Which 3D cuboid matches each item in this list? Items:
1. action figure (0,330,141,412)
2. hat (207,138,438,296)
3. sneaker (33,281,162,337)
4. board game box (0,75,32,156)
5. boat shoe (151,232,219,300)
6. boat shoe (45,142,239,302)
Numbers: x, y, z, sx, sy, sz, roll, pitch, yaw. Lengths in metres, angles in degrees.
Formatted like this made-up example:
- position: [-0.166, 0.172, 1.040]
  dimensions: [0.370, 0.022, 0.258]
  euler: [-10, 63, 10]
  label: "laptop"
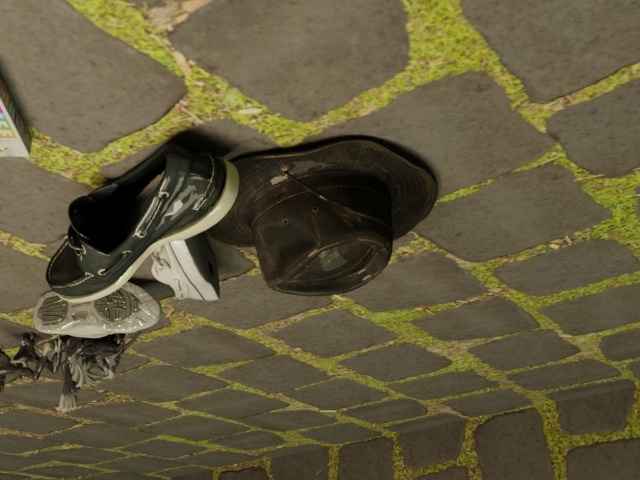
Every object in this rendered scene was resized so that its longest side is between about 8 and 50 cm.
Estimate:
- position: [-0.459, 0.230, 1.461]
  dimensions: [0.276, 0.140, 0.164]
  euler: [-8, -173, 16]
  label: "action figure"
- position: [0.000, 0.000, 1.070]
  dimensions: [0.331, 0.134, 0.331]
  euler: [-3, 154, -1]
  label: "hat"
- position: [-0.364, 0.123, 1.350]
  dimensions: [0.232, 0.090, 0.115]
  euler: [-2, 162, 19]
  label: "sneaker"
- position: [-0.388, -0.143, 0.858]
  dimensions: [0.104, 0.026, 0.154]
  euler: [-2, 154, -4]
  label: "board game box"
- position: [-0.207, 0.034, 1.158]
  dimensions: [0.084, 0.095, 0.258]
  euler: [-8, 153, 0]
  label: "boat shoe"
- position: [-0.262, -0.023, 1.003]
  dimensions: [0.340, 0.127, 0.113]
  euler: [-23, 146, 32]
  label: "boat shoe"
